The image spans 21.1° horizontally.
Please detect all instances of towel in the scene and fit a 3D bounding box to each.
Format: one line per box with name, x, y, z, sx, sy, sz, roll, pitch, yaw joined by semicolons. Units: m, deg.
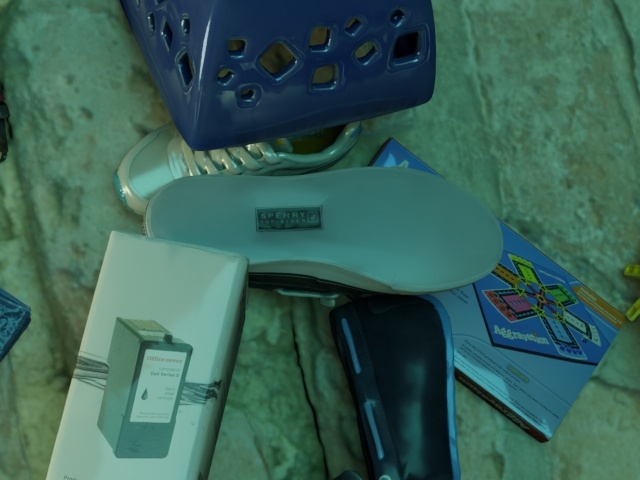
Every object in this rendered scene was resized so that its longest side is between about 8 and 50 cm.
towel;-0.310;0.056;1.463;0.119;0.029;0.067;34;72;-6

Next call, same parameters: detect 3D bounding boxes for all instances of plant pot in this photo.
plant pot;-0.034;-0.243;1.464;0.236;0.212;0.236;-12;51;-19

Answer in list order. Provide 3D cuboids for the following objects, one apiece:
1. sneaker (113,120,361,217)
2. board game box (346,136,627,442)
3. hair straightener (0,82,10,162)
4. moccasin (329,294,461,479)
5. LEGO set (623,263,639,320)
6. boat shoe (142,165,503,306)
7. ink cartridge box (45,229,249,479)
sneaker;-0.073;-0.084;1.525;0.229;0.092;0.087;-19;85;-17
board game box;0.134;0.045;1.586;0.281;0.027;0.145;37;73;-4
hair straightener;-0.320;-0.176;1.494;0.089;0.047;0.230;-9;102;26
moccasin;0.056;0.216;1.484;0.117;0.137;0.342;0;69;-7
LEGO set;0.367;0.044;1.612;0.107;0.132;0.287;32;39;-32
boat shoe;0.000;0.004;1.490;0.306;0.105;0.113;-3;75;-7
ink cartridge box;-0.142;0.151;1.392;0.115;0.198;0.272;13;74;0
